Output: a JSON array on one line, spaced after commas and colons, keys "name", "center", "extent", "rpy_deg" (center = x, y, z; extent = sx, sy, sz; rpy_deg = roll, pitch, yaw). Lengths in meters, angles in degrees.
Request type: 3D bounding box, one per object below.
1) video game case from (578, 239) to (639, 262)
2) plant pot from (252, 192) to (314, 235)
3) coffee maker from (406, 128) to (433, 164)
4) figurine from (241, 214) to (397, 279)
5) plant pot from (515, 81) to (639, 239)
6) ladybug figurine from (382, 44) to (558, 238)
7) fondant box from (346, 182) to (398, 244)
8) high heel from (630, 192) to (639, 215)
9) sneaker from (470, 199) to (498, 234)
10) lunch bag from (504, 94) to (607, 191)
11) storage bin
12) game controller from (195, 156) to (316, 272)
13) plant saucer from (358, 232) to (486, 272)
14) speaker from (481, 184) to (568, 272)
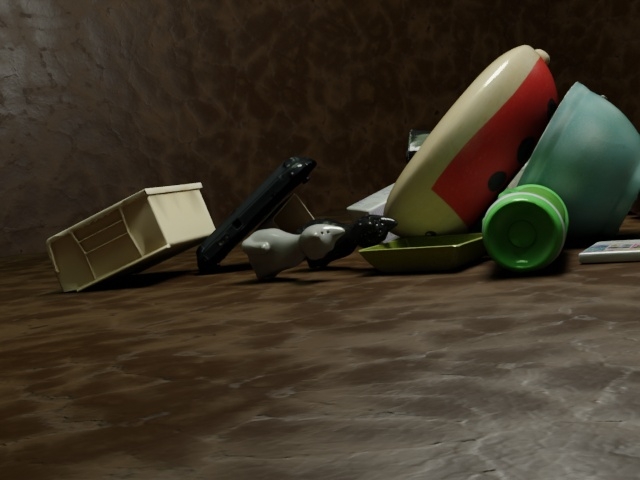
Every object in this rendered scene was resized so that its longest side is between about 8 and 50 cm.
[{"name": "video game case", "center": [0.500, 0.015, 1.489], "extent": [0.157, 0.019, 0.143], "rpy_deg": [-3, 6, 28]}, {"name": "plant pot", "center": [-0.080, -0.017, 2.022], "extent": [0.096, 0.109, 0.109], "rpy_deg": [-23, 20, 40]}, {"name": "coffee maker", "center": [0.277, -0.195, 2.035], "extent": [0.178, 0.171, 0.120], "rpy_deg": [1, 24, 11]}, {"name": "figurine", "center": [0.000, 0.000, 1.693], "extent": [0.215, 0.092, 0.209], "rpy_deg": [-11, -3, -43]}, {"name": "plant pot", "center": [0.498, -0.120, 1.761], "extent": [0.196, 0.293, 0.293], "rpy_deg": [29, 15, 14]}, {"name": "ladybug figurine", "center": [0.301, -0.168, 1.791], "extent": [0.162, 0.449, 0.305], "rpy_deg": [39, 4, 10]}, {"name": "fondant box", "center": [0.245, -0.108, 2.231], "extent": [0.330, 0.096, 0.238], "rpy_deg": [-29, 8, -7]}, {"name": "high heel", "center": [0.692, -0.066, 1.968], "extent": [0.181, 0.127, 0.377], "rpy_deg": [-37, -9, 32]}, {"name": "sneaker", "center": [0.382, -0.050, 2.025], "extent": [0.121, 0.108, 0.302], "rpy_deg": [10, 9, 22]}, {"name": "lunch bag", "center": [0.577, -0.209, 2.333], "extent": [0.305, 0.256, 0.212], "rpy_deg": [-14, -13, 21]}, {"name": "storage bin", "center": [-0.381, -0.005, 1.938], "extent": [0.260, 0.123, 0.262], "rpy_deg": [-24, -1, 17]}, {"name": "game controller", "center": [-0.130, -0.055, 1.961], "extent": [0.319, 0.067, 0.166], "rpy_deg": [-43, -7, 11]}, {"name": "plant saucer", "center": [0.191, 0.023, 1.642], "extent": [0.188, 0.045, 0.188], "rpy_deg": [-4, 5, 31]}, {"name": "speaker", "center": [0.334, -0.024, 1.529], "extent": [0.131, 0.131, 0.296], "rpy_deg": [-5, 5, 17]}]
